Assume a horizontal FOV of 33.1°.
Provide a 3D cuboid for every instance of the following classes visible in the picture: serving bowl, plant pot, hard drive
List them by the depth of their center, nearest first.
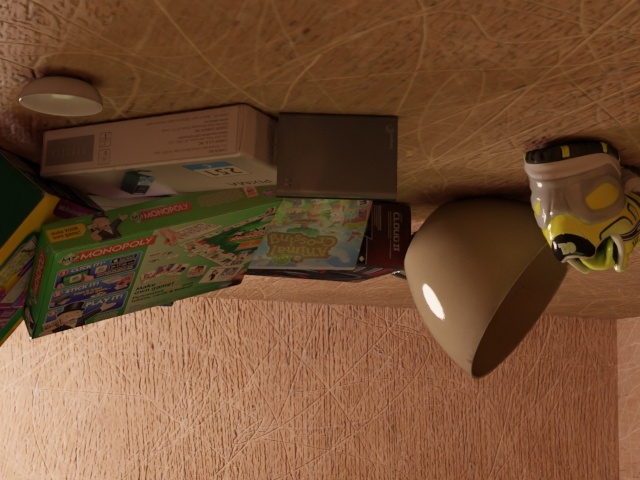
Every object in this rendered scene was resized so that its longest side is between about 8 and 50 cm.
[{"bbox_3d":[-0.264,-0.150,1.100,0.083,0.027,0.083,1,171,0],"label":"serving bowl"},{"bbox_3d":[0.019,-0.093,1.209,0.135,0.094,0.022,2,172,-2],"label":"hard drive"},{"bbox_3d":[0.243,0.043,1.664,0.191,0.284,0.284,36,-174,23],"label":"plant pot"}]

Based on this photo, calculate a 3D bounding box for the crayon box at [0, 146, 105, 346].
[{"bbox_3d":[-0.443,0.044,1.397,0.106,0.313,0.363,41,178,2],"label":"crayon box"}]

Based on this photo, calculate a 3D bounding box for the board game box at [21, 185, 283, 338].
[{"bbox_3d":[-0.222,0.022,1.423,0.317,0.046,0.213,-14,152,-31],"label":"board game box"}]

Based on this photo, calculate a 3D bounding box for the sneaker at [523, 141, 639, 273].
[{"bbox_3d":[0.367,-0.025,1.438,0.145,0.147,0.385,-6,170,34],"label":"sneaker"}]

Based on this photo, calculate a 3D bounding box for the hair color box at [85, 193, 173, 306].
[{"bbox_3d":[-0.412,0.016,1.744,0.347,0.173,0.105,2,173,1],"label":"hair color box"}]

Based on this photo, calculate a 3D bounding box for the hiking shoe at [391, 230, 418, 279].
[{"bbox_3d":[0.190,0.016,2.025,0.114,0.086,0.227,24,154,-34],"label":"hiking shoe"}]

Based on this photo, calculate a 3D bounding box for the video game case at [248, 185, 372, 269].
[{"bbox_3d":[-0.039,-0.024,1.556,0.212,0.023,0.193,1,140,-10],"label":"video game case"}]

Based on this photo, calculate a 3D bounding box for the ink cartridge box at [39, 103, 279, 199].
[{"bbox_3d":[-0.149,-0.093,1.343,0.296,0.066,0.261,-3,169,29],"label":"ink cartridge box"}]

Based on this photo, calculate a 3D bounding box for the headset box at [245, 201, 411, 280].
[{"bbox_3d":[0.000,0.000,1.780,0.293,0.110,0.218,5,170,-21],"label":"headset box"}]
